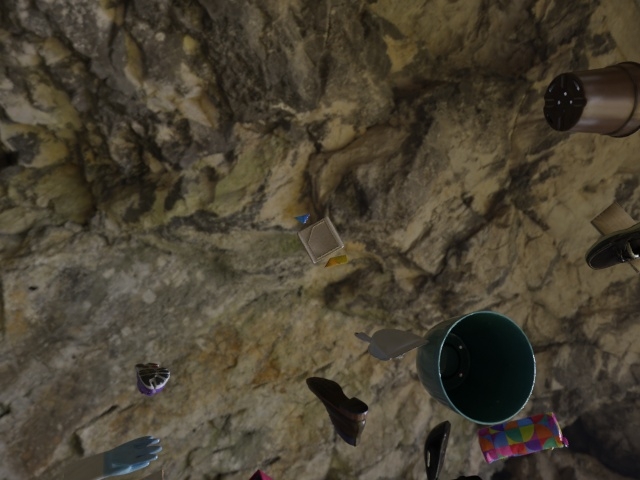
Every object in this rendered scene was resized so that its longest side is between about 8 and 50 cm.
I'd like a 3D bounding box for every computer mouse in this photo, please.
[{"bbox_3d":[0.309,0.650,1.452,0.060,0.184,0.261,13,-72,26],"label":"computer mouse"}]

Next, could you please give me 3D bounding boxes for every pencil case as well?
[{"bbox_3d":[0.574,0.568,1.451,0.237,0.104,0.104,-18,-61,17],"label":"pencil case"}]

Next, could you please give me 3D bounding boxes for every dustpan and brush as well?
[{"bbox_3d":[0.165,0.272,1.359,0.211,0.147,0.060,25,-60,47],"label":"dustpan and brush"}]

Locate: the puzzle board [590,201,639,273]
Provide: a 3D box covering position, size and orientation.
[{"bbox_3d":[0.598,-0.007,0.993,0.128,0.096,0.011,53,-29,13],"label":"puzzle board"}]

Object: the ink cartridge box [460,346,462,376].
[{"bbox_3d":[0.506,0.386,1.667,0.154,0.212,0.093,36,-14,7],"label":"ink cartridge box"}]

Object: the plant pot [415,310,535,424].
[{"bbox_3d":[0.408,0.349,1.436,0.293,0.293,0.235,44,-18,-5],"label":"plant pot"}]

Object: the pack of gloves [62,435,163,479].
[{"bbox_3d":[-0.460,0.554,1.137,0.195,0.232,0.046,-120,-167,-55],"label":"pack of gloves"}]

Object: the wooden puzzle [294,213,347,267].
[{"bbox_3d":[0.000,0.000,0.958,0.116,0.079,0.014,67,-19,2],"label":"wooden puzzle"}]

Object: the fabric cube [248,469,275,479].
[{"bbox_3d":[-0.123,0.805,1.277,0.258,0.259,0.254,43,-5,-20],"label":"fabric cube"}]

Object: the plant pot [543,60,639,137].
[{"bbox_3d":[0.599,-0.307,1.116,0.167,0.165,0.166,175,-90,-75],"label":"plant pot"}]

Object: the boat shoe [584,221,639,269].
[{"bbox_3d":[0.542,0.010,0.895,0.056,0.049,0.152,44,-55,-8],"label":"boat shoe"}]

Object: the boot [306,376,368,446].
[{"bbox_3d":[0.032,0.439,1.313,0.219,0.082,0.106,20,-69,50],"label":"boot"}]

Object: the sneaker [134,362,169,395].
[{"bbox_3d":[-0.393,0.332,1.184,0.170,0.068,0.071,174,-85,-64],"label":"sneaker"}]

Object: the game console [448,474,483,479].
[{"bbox_3d":[0.129,0.557,0.893,0.387,0.342,0.060,-15,-80,8],"label":"game console"}]
